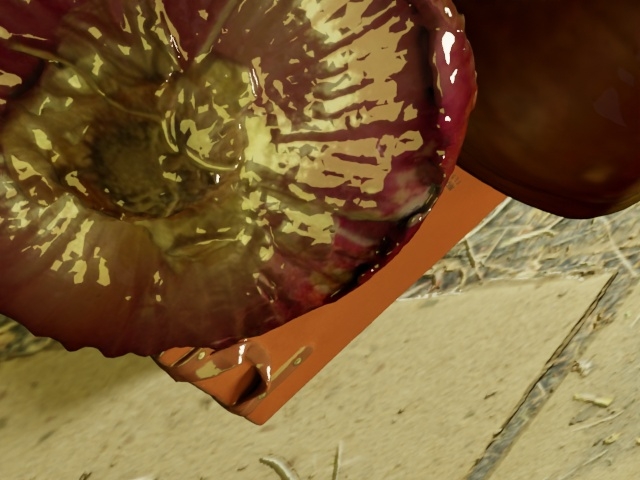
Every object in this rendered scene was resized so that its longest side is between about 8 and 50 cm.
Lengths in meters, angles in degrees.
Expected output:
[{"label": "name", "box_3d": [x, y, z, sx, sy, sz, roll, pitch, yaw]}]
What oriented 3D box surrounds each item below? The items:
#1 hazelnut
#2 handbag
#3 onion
[{"label": "hazelnut", "box_3d": [0.110, -0.111, 0.810, 0.212, 0.181, 0.181, -37, 169, 37]}, {"label": "handbag", "box_3d": [0.000, 0.000, 0.962, 0.190, 0.063, 0.127, -42, 151, 2]}, {"label": "onion", "box_3d": [-0.062, -0.078, 0.701, 0.230, 0.163, 0.230, -2, 130, -3]}]
